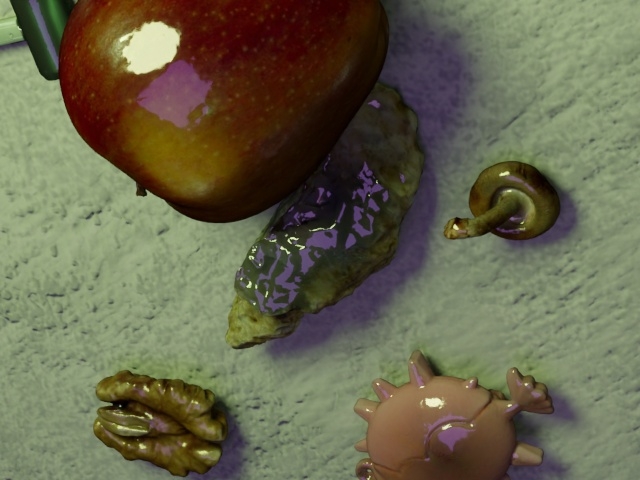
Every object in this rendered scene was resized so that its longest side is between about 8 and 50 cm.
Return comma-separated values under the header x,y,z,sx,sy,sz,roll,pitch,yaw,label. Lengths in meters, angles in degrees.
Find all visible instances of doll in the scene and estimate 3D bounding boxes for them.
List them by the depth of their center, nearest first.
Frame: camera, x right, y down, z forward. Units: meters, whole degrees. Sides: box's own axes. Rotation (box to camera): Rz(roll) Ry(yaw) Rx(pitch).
x,y,z,sx,sy,sz,roll,pitch,yaw,label
0.147,0.225,1.404,0.262,0.093,0.211,-38,99,28,doll

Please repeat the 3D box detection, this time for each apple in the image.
x,y,z,sx,sy,sz,roll,pitch,yaw,label
-0.095,-0.171,1.151,0.317,0.288,0.288,-43,101,14,apple

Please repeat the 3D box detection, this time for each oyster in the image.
x,y,z,sx,sy,sz,roll,pitch,yaw,label
-0.002,0.000,1.313,0.341,0.110,0.166,-43,107,15,oyster

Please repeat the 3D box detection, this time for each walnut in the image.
x,y,z,sx,sy,sz,roll,pitch,yaw,label
-0.193,0.216,1.498,0.170,0.069,0.143,17,121,7,walnut

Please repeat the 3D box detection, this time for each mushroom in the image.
x,y,z,sx,sy,sz,roll,pitch,yaw,label
0.181,-0.037,1.266,0.129,0.073,0.088,-14,134,-16,mushroom

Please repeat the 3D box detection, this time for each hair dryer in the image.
x,y,z,sx,sy,sz,roll,pitch,yaw,label
-0.350,-0.219,1.330,0.197,0.057,0.100,-4,116,25,hair dryer
